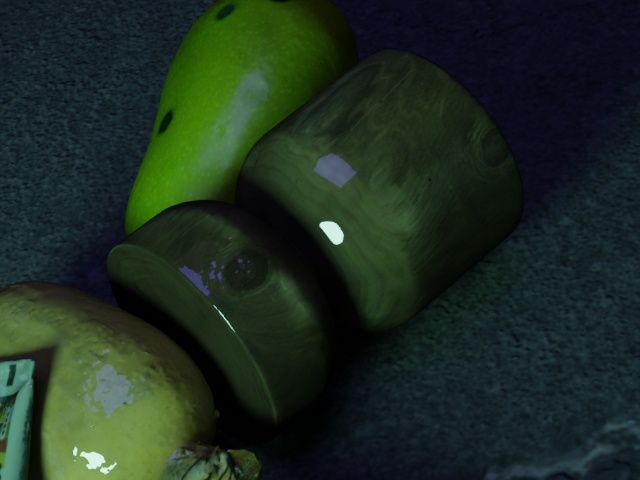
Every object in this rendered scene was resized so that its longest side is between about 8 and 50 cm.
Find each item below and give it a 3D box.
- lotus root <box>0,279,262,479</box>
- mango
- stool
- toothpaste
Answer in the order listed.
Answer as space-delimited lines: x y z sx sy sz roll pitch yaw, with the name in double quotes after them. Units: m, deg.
-0.171 0.115 1.286 0.131 0.146 0.303 6 17 -45 "lotus root"
-0.068 -0.095 1.490 0.175 0.143 0.293 -13 42 48 "mango"
0.000 0.000 1.333 0.264 0.179 0.179 -39 46 -24 "stool"
-0.218 0.204 1.198 0.067 0.037 0.255 -13 67 48 "toothpaste"
